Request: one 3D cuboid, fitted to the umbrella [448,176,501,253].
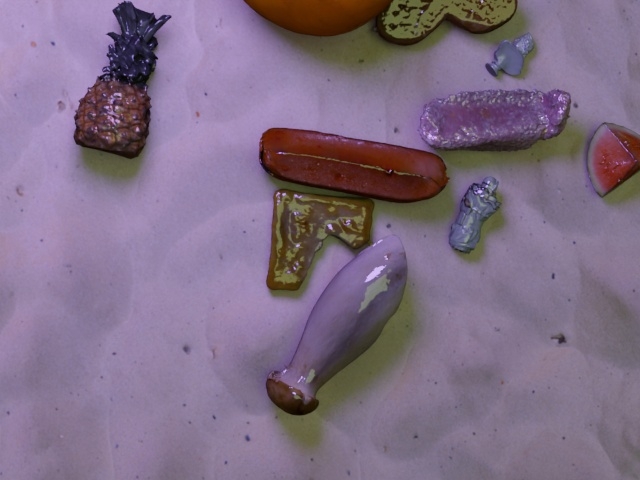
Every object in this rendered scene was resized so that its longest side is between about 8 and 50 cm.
[{"bbox_3d":[0.271,-0.046,1.834,0.067,0.062,0.143,29,94,21],"label":"umbrella"}]

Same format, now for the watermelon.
[{"bbox_3d":[0.540,-0.135,1.866,0.125,0.094,0.135,24,92,-19],"label":"watermelon"}]

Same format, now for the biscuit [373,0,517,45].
[{"bbox_3d":[0.206,-0.561,1.799,0.283,0.064,0.431,-8,92,-2],"label":"biscuit"}]

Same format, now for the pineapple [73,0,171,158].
[{"bbox_3d":[-0.317,-0.260,1.686,0.128,0.128,0.247,15,85,-11],"label":"pineapple"}]

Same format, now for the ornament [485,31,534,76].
[{"bbox_3d":[0.337,-0.326,1.845,0.092,0.041,0.068,-15,115,-19],"label":"ornament"}]

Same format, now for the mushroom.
[{"bbox_3d":[0.037,0.143,1.765,0.128,0.128,0.350,37,87,-10],"label":"mushroom"}]

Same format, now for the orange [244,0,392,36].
[{"bbox_3d":[0.000,-0.476,1.644,0.312,0.312,0.312,0,92,-11],"label":"orange"}]

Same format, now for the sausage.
[{"bbox_3d":[0.055,-0.126,1.772,0.331,0.102,0.102,9,90,-10],"label":"sausage"}]

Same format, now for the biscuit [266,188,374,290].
[{"bbox_3d":[0.000,0.000,1.795,0.184,0.039,0.174,2,91,-10],"label":"biscuit"}]

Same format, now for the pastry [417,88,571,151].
[{"bbox_3d":[0.294,-0.206,1.812,0.265,0.112,0.102,-4,85,-4],"label":"pastry"}]
